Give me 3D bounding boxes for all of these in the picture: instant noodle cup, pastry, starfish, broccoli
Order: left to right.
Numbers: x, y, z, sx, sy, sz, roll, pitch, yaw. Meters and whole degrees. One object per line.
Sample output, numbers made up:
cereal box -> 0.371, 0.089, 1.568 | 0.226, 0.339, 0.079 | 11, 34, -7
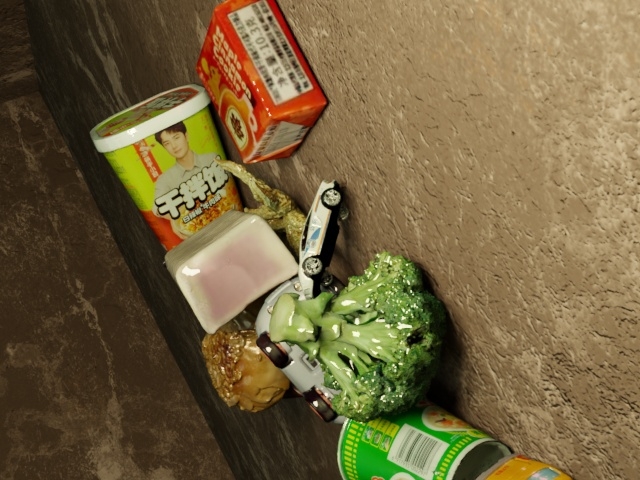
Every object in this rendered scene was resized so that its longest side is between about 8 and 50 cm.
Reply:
instant noodle cup -> -0.316, -0.149, 1.777 | 0.294, 0.294, 0.308 | 21, 139, 60
pastry -> -0.170, 0.222, 1.780 | 0.284, 0.184, 0.315 | 156, 118, -70
starfish -> -0.083, -0.054, 1.526 | 0.358, 0.078, 0.347 | 51, 174, 13
broccoli -> 0.059, 0.141, 1.219 | 0.270, 0.270, 0.270 | -163, 90, -72
instant noodle cup -> 0.174, 0.344, 1.259 | 0.233, 0.207, 0.207 | 10, 121, 56

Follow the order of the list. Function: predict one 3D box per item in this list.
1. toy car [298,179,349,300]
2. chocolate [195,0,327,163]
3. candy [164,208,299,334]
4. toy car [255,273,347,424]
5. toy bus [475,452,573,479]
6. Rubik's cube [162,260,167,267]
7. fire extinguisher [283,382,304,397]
toy car -> 0.000, 0.000, 1.316 | 0.056, 0.205, 0.095 | 12, 167, 15
chocolate -> -0.110, -0.271, 1.365 | 0.237, 0.108, 0.235 | 65, 157, 7
candy -> -0.187, 0.048, 1.573 | 0.145, 0.208, 0.359 | 55, 172, -12
toy car -> 0.005, 0.190, 1.447 | 0.270, 0.180, 0.212 | 49, 171, -3
toy bus -> 0.305, 0.407, 1.097 | 0.136, 0.126, 0.209 | -10, 103, 59
Rubik's cube -> -0.284, 0.009, 2.114 | 0.190, 0.211, 0.178 | 52, -167, -37
fire extinguisher -> -0.065, 0.319, 1.889 | 0.105, 0.105, 0.269 | 64, 158, 4
